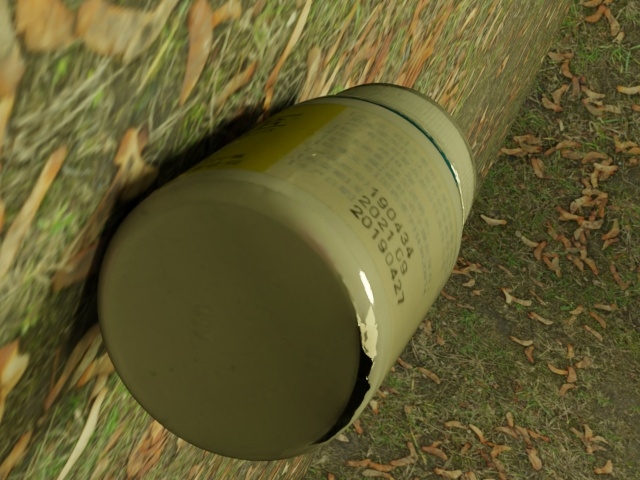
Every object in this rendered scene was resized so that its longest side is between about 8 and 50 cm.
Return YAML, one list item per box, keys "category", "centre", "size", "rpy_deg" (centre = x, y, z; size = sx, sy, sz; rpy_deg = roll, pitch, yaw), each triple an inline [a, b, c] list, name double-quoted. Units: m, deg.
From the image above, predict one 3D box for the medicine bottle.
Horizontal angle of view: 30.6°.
- category: "medicine bottle"
  centre: [0.000, 0.000, 0.633]
  size: [0.143, 0.143, 0.258]
  rpy_deg: [-66, 169, 26]
